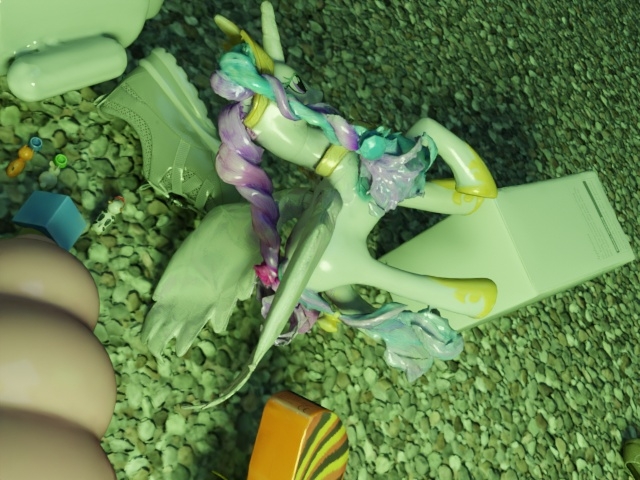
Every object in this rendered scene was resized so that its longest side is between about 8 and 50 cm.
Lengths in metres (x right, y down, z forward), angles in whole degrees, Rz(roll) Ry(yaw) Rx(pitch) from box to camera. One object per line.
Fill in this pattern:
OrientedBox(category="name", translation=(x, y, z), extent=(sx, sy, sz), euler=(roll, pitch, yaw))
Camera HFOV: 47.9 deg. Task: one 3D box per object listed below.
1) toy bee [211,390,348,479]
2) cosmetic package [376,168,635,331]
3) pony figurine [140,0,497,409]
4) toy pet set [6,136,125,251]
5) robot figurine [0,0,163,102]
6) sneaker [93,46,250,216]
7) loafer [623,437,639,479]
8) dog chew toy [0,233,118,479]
OrientedBox(category="toy bee", translation=(-0.045, 0.294, 0.693), extent=(0.195, 0.298, 0.162), euler=(43, 9, 35))
OrientedBox(category="cosmetic package", translation=(0.240, 0.025, 0.950), extent=(0.224, 0.224, 0.138), euler=(-11, 75, -37))
OrientedBox(category="pony figurine", translation=(0.000, 0.000, 0.698), extent=(0.363, 0.302, 0.351), euler=(26, 82, -28))
OrientedBox(category="toy pet set", translation=(-0.267, -0.048, 0.741), extent=(0.122, 0.065, 0.114), euler=(35, 53, -15))
OrientedBox(category="robot figurine", translation=(-0.316, -0.273, 0.727), extent=(0.353, 0.200, 0.300), euler=(-26, 75, -40))
OrientedBox(category="sneaker", translation=(-0.150, -0.075, 0.837), extent=(0.115, 0.105, 0.281), euler=(-33, 93, -6))
OrientedBox(category="loafer", translation=(0.504, 0.368, 1.080), extent=(0.148, 0.056, 0.050), euler=(49, 50, 8))
OrientedBox(category="dog chew toy", translation=(-0.257, 0.143, 0.580), extent=(0.206, 0.206, 0.332), euler=(17, 51, -27))
